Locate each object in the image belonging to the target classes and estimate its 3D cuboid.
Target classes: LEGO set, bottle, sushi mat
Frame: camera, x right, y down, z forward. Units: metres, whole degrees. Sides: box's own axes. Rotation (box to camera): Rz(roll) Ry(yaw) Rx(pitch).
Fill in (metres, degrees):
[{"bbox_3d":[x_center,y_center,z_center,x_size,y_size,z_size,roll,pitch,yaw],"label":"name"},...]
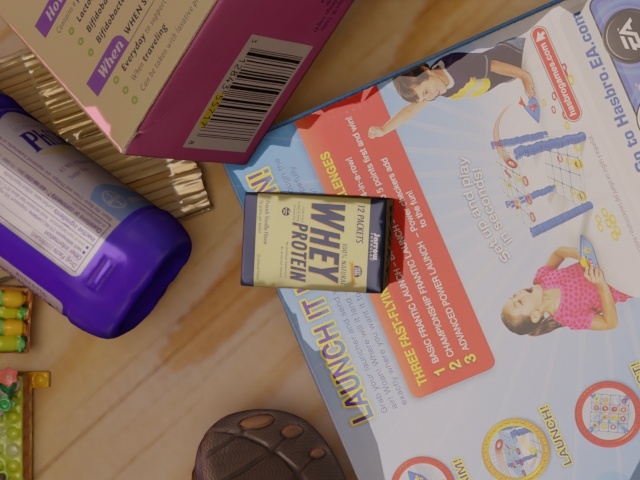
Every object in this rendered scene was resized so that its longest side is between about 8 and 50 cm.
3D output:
[{"bbox_3d":[-0.263,0.169,0.964,0.132,0.107,0.287,36,95,5],"label":"LEGO set"},{"bbox_3d":[-0.220,-0.049,0.929,0.283,0.118,0.092,36,95,5],"label":"bottle"},{"bbox_3d":[-0.244,-0.044,1.000,0.317,0.019,0.151,-19,88,7],"label":"sushi mat"}]

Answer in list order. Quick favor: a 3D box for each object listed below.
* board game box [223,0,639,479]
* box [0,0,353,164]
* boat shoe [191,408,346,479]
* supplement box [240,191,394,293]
[{"bbox_3d":[0.134,0.021,0.922,0.302,0.086,0.308,-23,88,7],"label":"board game box"},{"bbox_3d":[-0.096,-0.204,0.862,0.243,0.117,0.213,46,115,27],"label":"box"},{"bbox_3d":[-0.004,0.268,0.895,0.123,0.116,0.324,-4,57,-27],"label":"boat shoe"},{"bbox_3d":[0.000,0.000,0.852,0.083,0.083,0.056,3,93,6],"label":"supplement box"}]
